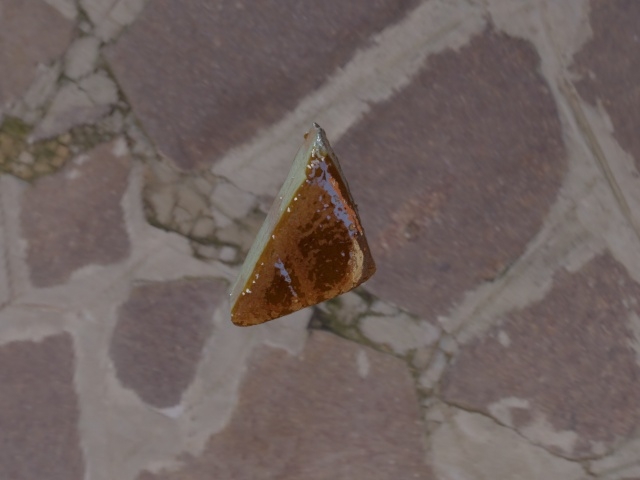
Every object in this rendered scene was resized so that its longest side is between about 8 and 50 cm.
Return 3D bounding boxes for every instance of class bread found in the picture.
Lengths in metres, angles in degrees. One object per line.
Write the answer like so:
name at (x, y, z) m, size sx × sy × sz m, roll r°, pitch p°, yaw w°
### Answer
bread at (0.000, 0.000, 0.693) m, size 0.062 × 0.043 × 0.109 m, roll 20°, pitch 109°, yaw -14°
